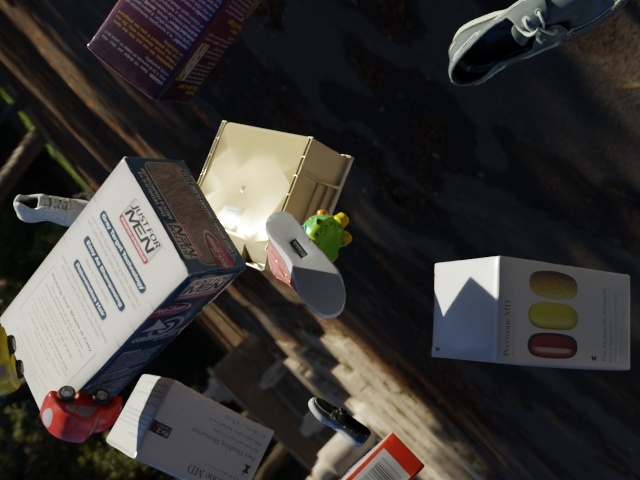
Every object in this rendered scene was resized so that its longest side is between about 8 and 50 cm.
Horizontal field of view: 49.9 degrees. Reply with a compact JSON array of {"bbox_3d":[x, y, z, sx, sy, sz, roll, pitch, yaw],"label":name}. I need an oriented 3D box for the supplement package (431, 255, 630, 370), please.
[{"bbox_3d":[0.291,0.105,0.952,0.244,0.139,0.134,7,171,-27],"label":"supplement package"}]

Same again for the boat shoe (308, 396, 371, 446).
[{"bbox_3d":[0.041,0.360,1.393,0.142,0.040,0.049,39,-156,-3],"label":"boat shoe"}]

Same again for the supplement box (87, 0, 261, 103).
[{"bbox_3d":[-0.112,-0.224,0.630,0.081,0.188,0.104,39,-168,-3],"label":"supplement box"}]

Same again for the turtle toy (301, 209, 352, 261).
[{"bbox_3d":[0.000,0.000,1.164,0.066,0.095,0.130,40,159,31],"label":"turtle toy"}]

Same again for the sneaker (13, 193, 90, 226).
[{"bbox_3d":[-0.513,-0.061,1.325,0.061,0.152,0.053,106,162,-66],"label":"sneaker"}]

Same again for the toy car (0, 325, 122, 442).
[{"bbox_3d":[-0.390,0.220,0.823,0.239,0.225,0.053,50,-169,-41],"label":"toy car"}]

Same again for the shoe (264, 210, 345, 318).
[{"bbox_3d":[-0.023,0.046,0.967,0.178,0.064,0.081,55,162,25],"label":"shoe"}]

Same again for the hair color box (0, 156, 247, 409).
[{"bbox_3d":[-0.266,0.070,0.887,0.105,0.347,0.174,-6,-121,-55],"label":"hair color box"}]

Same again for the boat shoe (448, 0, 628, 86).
[{"bbox_3d":[0.330,-0.324,1.061,0.319,0.099,0.116,-16,128,47],"label":"boat shoe"}]

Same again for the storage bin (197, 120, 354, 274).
[{"bbox_3d":[-0.112,-0.081,1.328,0.262,0.260,0.123,18,176,41],"label":"storage bin"}]

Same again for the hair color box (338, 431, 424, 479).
[{"bbox_3d":[0.049,0.281,0.780,0.053,0.093,0.167,45,155,15],"label":"hair color box"}]

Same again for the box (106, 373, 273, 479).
[{"bbox_3d":[-0.200,0.297,1.043,0.181,0.119,0.182,33,159,-22],"label":"box"}]
